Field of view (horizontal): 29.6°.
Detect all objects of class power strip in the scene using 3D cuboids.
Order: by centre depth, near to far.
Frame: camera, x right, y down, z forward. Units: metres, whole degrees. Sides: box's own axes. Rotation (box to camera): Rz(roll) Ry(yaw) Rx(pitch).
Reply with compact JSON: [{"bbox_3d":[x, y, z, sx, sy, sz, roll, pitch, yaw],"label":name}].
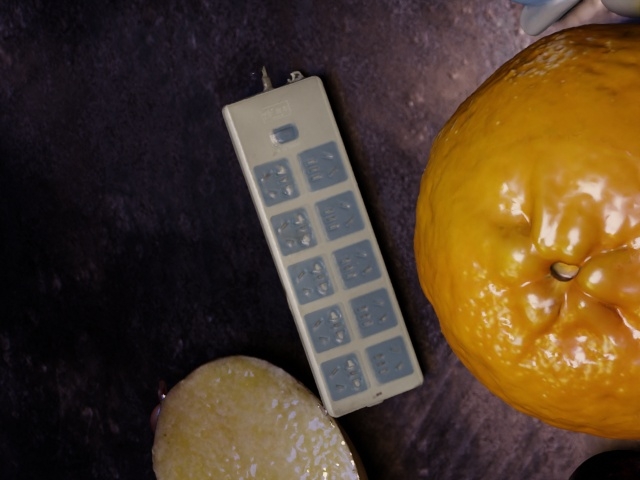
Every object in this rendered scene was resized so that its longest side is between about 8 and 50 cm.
[{"bbox_3d":[0.000,0.000,1.224,0.106,0.043,0.367,-20,97,-7],"label":"power strip"}]

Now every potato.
[{"bbox_3d":[-0.046,0.265,1.329,0.239,0.116,0.299,-40,72,23],"label":"potato"}]

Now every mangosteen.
[{"bbox_3d":[0.298,0.263,1.127,0.151,0.137,0.137,2,110,-6],"label":"mangosteen"}]

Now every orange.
[{"bbox_3d":[0.237,-0.002,0.963,0.340,0.293,0.341,10,112,26],"label":"orange"}]

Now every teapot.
[{"bbox_3d":[-0.162,0.207,1.418,0.068,0.045,0.100,-27,109,13],"label":"teapot"}]

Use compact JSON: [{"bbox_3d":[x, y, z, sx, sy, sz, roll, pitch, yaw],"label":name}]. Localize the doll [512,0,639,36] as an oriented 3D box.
[{"bbox_3d":[0.219,-0.237,1.016,0.241,0.099,0.135,22,88,21],"label":"doll"}]
